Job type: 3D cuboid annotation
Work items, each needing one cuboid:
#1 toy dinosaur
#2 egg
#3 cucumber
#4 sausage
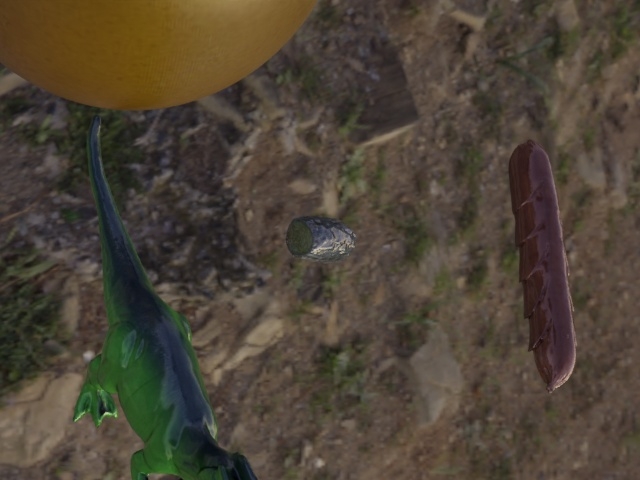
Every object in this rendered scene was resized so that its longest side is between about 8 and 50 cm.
[{"bbox_3d":[-0.199,0.091,1.206,0.144,0.374,0.500,-12,96,-28],"label":"toy dinosaur"},{"bbox_3d":[-0.105,-0.208,0.598,0.250,0.322,0.250,4,78,-17],"label":"egg"},{"bbox_3d":[0.001,0.000,1.340,0.112,0.064,0.064,3,79,-65],"label":"cucumber"},{"bbox_3d":[0.362,0.037,1.691,0.088,0.088,0.433,16,63,-38],"label":"sausage"}]
